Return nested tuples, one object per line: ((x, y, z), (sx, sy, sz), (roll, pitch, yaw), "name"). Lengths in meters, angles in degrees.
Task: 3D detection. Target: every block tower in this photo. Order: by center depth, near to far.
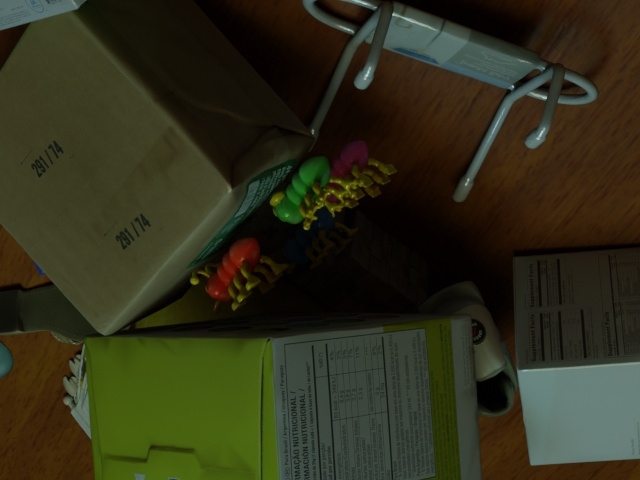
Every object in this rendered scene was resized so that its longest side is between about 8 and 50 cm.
((0.000, 0.000, 1.914), (0.335, 0.097, 0.091), (38, 129, -25), "block tower")

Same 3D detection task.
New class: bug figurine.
((-0.025, -0.020, 1.712), (0.072, 0.279, 0.216), (43, 116, 11), "bug figurine")

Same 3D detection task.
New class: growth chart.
((-0.309, 0.227, 2.174), (0.021, 0.172, 0.237), (-22, 157, -35), "growth chart")

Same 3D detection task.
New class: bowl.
((-0.126, 0.187, 2.082), (0.290, 0.156, 0.289), (4, 136, 4), "bowl")

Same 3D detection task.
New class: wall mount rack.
((0.121, -0.158, 1.714), (0.350, 0.130, 0.304), (18, 168, -9), "wall mount rack")

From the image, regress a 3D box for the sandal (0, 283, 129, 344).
((-0.353, 0.104, 2.108), (0.240, 0.088, 0.079), (-2, 167, 21), "sandal")

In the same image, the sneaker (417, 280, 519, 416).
((0.191, 0.180, 1.967), (0.122, 0.146, 0.330), (-29, 159, -3), "sneaker")

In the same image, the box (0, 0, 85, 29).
((-0.342, -0.334, 1.501), (0.262, 0.127, 0.231), (-3, 130, 50), "box")

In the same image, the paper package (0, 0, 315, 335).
((-0.221, -0.101, 1.705), (0.309, 0.168, 0.325), (48, 131, 5), "paper package")

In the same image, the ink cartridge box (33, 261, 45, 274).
((-0.284, -0.009, 1.982), (0.207, 0.046, 0.097), (-5, 134, 14), "ink cartridge box")

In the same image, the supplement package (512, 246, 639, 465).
((0.385, 0.144, 1.919), (0.263, 0.198, 0.199), (-5, 135, 10), "supplement package")

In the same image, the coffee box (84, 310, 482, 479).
((-0.042, 0.262, 1.773), (0.334, 0.338, 0.338), (-4, 180, -44), "coffee box")

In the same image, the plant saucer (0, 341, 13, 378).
((-0.515, 0.177, 2.230), (0.119, 0.021, 0.119), (4, 137, 4), "plant saucer")
